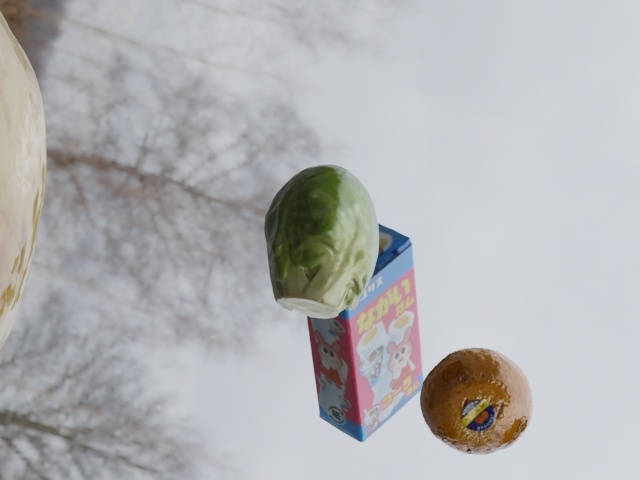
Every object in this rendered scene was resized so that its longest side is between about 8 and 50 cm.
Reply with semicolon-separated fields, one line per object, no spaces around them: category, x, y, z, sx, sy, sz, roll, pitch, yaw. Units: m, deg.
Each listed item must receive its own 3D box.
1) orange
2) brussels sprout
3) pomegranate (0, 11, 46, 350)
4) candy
orange;0.187;0.192;1.716;0.117;0.135;0.135;-86;-164;-81
brussels sprout;0.004;0.002;1.708;0.161;0.144;0.180;1;-106;62
pomegranate;-0.299;-0.041;0.706;0.342;0.342;0.342;-162;-90;-77
candy;0.066;0.137;2.135;0.157;0.100;0.306;-38;139;-31
